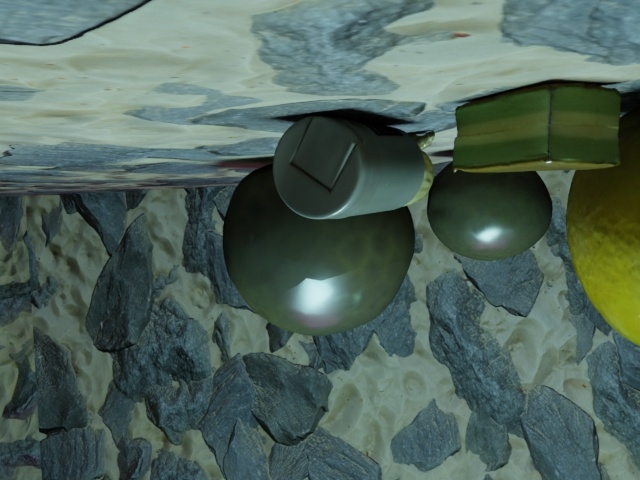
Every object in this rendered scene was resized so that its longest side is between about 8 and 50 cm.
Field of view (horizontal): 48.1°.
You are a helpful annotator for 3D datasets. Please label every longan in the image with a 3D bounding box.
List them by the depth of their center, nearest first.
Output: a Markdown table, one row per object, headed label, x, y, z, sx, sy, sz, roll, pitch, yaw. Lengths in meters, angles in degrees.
| label | x | y | z | sx | sy | sz | roll | pitch | yaw |
| --- | --- | --- | --- | --- | --- | --- | --- | --- | --- |
| longan | 0.327 | -0.068 | 1.381 | 0.249 | 0.248 | 0.248 | -2 | -177 | 0 |
| longan | 0.000 | 0.000 | 1.426 | 0.405 | 0.404 | 0.336 | -4 | 147 | -27 |

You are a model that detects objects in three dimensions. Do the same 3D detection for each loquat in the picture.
| label | x | y | z | sx | sy | sz | roll | pitch | yaw |
| --- | --- | --- | --- | --- | --- | --- | --- | --- | --- |
| loquat | 0.390 | -0.024 | 0.735 | 0.275 | 0.274 | 0.275 | -2 | -177 | 0 |

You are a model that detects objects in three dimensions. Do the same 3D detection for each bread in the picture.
| label | x | y | z | sx | sy | sz | roll | pitch | yaw |
| --- | --- | --- | --- | --- | --- | --- | --- | --- | --- |
| bread | 0.197 | -0.100 | 0.674 | 0.084 | 0.073 | 0.139 | 0 | 180 | -26 |

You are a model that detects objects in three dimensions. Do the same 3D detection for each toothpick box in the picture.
| label | x | y | z | sx | sy | sz | roll | pitch | yaw |
| --- | --- | --- | --- | --- | --- | --- | --- | --- | --- |
| toothpick box | 0.037 | -0.082 | 0.822 | 0.111 | 0.111 | 0.181 | -1 | -176 | 30 |

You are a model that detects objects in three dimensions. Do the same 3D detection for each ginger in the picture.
| label | x | y | z | sx | sy | sz | roll | pitch | yaw |
| --- | --- | --- | --- | --- | --- | --- | --- | --- | --- |
| ginger | 0.123 | -0.133 | 1.005 | 0.030 | 0.048 | 0.097 | 36 | 136 | -17 |

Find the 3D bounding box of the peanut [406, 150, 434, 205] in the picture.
| label | x | y | z | sx | sy | sz | roll | pitch | yaw |
| --- | --- | --- | --- | --- | --- | --- | --- | --- | --- |
| peanut | 0.110 | -0.105 | 1.188 | 0.159 | 0.109 | 0.140 | -15 | -164 | -12 |
